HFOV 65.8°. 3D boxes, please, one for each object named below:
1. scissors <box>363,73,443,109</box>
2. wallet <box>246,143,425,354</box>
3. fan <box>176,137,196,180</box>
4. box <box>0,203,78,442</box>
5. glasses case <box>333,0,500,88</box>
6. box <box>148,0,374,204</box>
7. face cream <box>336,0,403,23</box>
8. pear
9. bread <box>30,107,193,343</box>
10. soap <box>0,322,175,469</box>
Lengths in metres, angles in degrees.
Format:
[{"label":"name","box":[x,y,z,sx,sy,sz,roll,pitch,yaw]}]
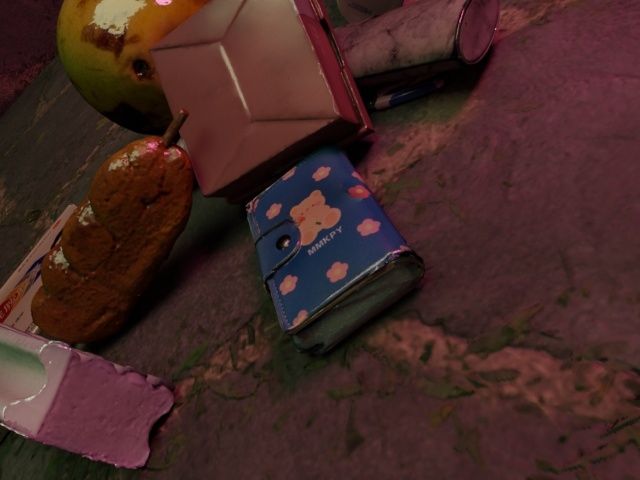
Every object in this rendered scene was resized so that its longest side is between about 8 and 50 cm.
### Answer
[{"label":"scissors","box":[0.092,-0.176,0.588,0.113,0.012,0.039,-14,49,31]},{"label":"wallet","box":[0.000,0.000,0.483,0.141,0.059,0.202,-38,41,11]},{"label":"fan","box":[-0.153,-0.186,0.731,0.244,0.074,0.130,-52,-1,7]},{"label":"box","box":[-0.434,0.114,0.747,0.214,0.069,0.353,15,66,46]},{"label":"glasses case","box":[0.060,-0.230,0.609,0.299,0.060,0.114,5,57,46]},{"label":"box","box":[-0.078,-0.179,0.585,0.215,0.086,0.215,-24,83,26]},{"label":"face cream","box":[0.062,-0.414,0.746,0.095,0.096,0.214,-26,44,21]},{"label":"pear","box":[-0.264,-0.295,0.787,0.283,0.283,0.284,-22,45,24]},{"label":"bread","box":[-0.242,-0.011,0.604,0.344,0.124,0.084,-54,18,17]},{"label":"soap","box":[-0.291,0.155,0.527,0.261,0.150,0.094,2,64,41]}]
